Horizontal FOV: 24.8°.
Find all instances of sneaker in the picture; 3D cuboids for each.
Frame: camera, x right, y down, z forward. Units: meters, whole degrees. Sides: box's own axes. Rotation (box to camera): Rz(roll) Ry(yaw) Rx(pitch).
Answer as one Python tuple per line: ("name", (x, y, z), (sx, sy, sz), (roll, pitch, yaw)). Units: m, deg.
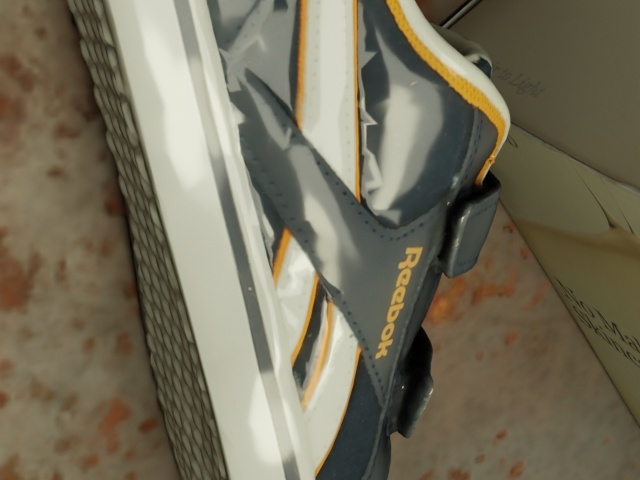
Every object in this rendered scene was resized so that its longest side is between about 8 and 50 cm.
("sneaker", (0.000, 0.000, 0.492), (0.128, 0.126, 0.321), (-16, 119, -16))

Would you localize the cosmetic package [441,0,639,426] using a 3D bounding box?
("cosmetic package", (0.180, 0.023, 0.587), (0.113, 0.160, 0.309), (-42, 126, -5))
